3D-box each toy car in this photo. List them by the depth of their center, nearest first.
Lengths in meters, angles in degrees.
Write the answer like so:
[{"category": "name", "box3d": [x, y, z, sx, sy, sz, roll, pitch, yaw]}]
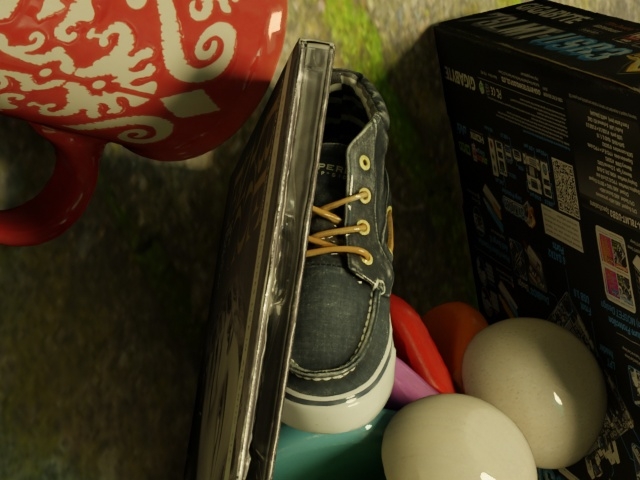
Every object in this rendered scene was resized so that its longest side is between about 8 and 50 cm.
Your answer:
[{"category": "toy car", "box3d": [0.032, 0.090, 0.930, 0.136, 0.159, 0.182, 48, 41, 2]}]

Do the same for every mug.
[{"category": "mug", "box3d": [-0.108, -0.077, 0.736, 0.169, 0.113, 0.150, 9, 81, -52]}]

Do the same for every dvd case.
[{"category": "dvd case", "box3d": [-0.030, 0.028, 0.803, 0.221, 0.018, 0.164, 130, -31, -75]}]

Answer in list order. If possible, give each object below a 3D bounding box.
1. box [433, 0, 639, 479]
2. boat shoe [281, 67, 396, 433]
[{"category": "box", "box3d": [0.151, 0.041, 0.984, 0.073, 0.295, 0.293, -15, 104, -11]}, {"category": "boat shoe", "box3d": [0.000, 0.000, 0.882, 0.183, 0.065, 0.083, -89, 178, -54]}]
